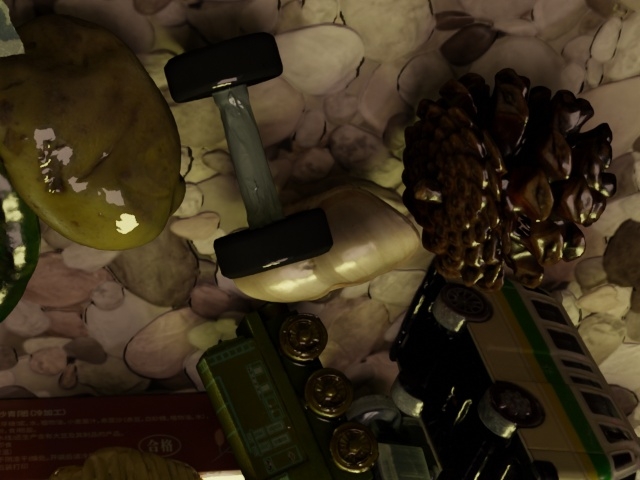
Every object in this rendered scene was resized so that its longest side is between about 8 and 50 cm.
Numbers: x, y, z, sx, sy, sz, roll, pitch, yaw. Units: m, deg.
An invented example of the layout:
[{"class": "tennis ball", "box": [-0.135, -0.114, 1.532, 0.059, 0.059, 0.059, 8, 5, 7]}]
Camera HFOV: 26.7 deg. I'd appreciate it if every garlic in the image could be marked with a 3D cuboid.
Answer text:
[{"class": "garlic", "box": [0.003, 0.009, 1.233, 0.174, 0.124, 0.099, -22, 97, 5]}]

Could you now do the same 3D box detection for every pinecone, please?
[{"class": "pinecone", "box": [0.171, -0.058, 1.199, 0.208, 0.207, 0.207, -7, 129, -9]}]

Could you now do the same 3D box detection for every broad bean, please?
[{"class": "broad bean", "box": [-0.332, 0.023, 1.223, 0.144, 0.049, 0.292, 31, 116, -31]}]

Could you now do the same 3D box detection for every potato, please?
[{"class": "potato", "box": [-0.194, -0.085, 1.099, 0.137, 0.154, 0.200, -7, 130, 49]}]

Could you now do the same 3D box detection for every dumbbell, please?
[{"class": "dumbbell", "box": [-0.060, -0.071, 1.129, 0.100, 0.100, 0.191, -15, 93, -2]}]

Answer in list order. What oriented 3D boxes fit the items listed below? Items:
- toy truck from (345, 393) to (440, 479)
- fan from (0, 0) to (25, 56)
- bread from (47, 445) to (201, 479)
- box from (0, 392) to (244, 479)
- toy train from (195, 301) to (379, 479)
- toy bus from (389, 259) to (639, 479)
[{"class": "toy truck", "box": [0.153, 0.309, 1.498, 0.388, 0.173, 0.207, 11, 133, -26]}, {"class": "fan", "box": [-0.338, -0.178, 1.032, 0.240, 0.009, 0.131, 7, 112, 11]}, {"class": "bread", "box": [-0.197, 0.321, 1.288, 0.179, 0.133, 0.250, 12, 123, -27]}, {"class": "box", "box": [-0.228, 0.331, 1.450, 0.385, 0.122, 0.344, -1, 127, -14]}, {"class": "toy train", "box": [-0.036, 0.172, 1.319, 0.137, 0.225, 0.090, -21, 167, -17]}, {"class": "toy bus", "box": [0.196, 0.173, 1.313, 0.179, 0.305, 0.143, 8, 125, -23]}]
